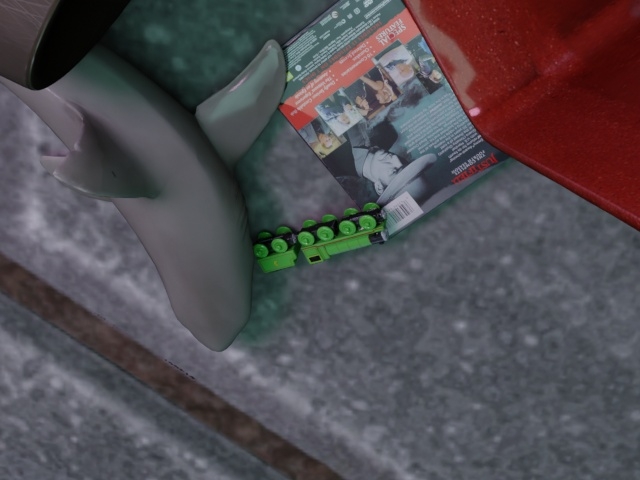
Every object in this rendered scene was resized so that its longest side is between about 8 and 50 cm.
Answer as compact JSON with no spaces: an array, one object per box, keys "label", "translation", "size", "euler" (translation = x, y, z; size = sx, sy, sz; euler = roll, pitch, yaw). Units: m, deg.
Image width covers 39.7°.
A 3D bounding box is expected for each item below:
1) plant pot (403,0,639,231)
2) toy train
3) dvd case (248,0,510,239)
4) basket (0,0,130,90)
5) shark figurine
[{"label":"plant pot","translation":[0.129,-0.181,0.282],"size":[0.236,0.267,0.267],"euler":[-32,108,3]},{"label":"toy train","translation":[0.000,0.000,0.486],"size":[0.083,0.017,0.023],"euler":[-14,121,25]},{"label":"dvd case","translation":[0.033,-0.068,0.463],"size":[0.087,0.013,0.119],"euler":[-36,106,18]},{"label":"basket","translation":[-0.171,-0.174,0.342],"size":[0.227,0.154,0.204],"euler":[36,82,-9]},{"label":"shark figurine","translation":[-0.131,-0.054,0.423],"size":[0.278,0.116,0.166],"euler":[31,116,-10]}]
